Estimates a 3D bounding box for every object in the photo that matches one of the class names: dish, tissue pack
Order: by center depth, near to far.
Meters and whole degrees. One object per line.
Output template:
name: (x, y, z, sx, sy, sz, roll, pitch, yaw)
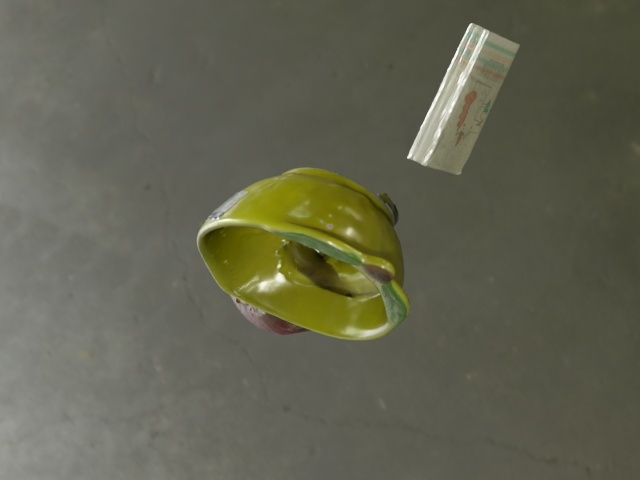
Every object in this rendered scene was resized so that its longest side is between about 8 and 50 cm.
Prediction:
dish: (0.000, 0.000, 1.050, 0.208, 0.149, 0.080, -8, 50, 53)
tissue pack: (0.104, -0.101, 1.080, 0.023, 0.056, 0.108, 30, 100, 31)

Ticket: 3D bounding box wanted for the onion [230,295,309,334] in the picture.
onion: (-0.026, 0.029, 1.736, 0.198, 0.135, 0.173, -9, 56, -40)
